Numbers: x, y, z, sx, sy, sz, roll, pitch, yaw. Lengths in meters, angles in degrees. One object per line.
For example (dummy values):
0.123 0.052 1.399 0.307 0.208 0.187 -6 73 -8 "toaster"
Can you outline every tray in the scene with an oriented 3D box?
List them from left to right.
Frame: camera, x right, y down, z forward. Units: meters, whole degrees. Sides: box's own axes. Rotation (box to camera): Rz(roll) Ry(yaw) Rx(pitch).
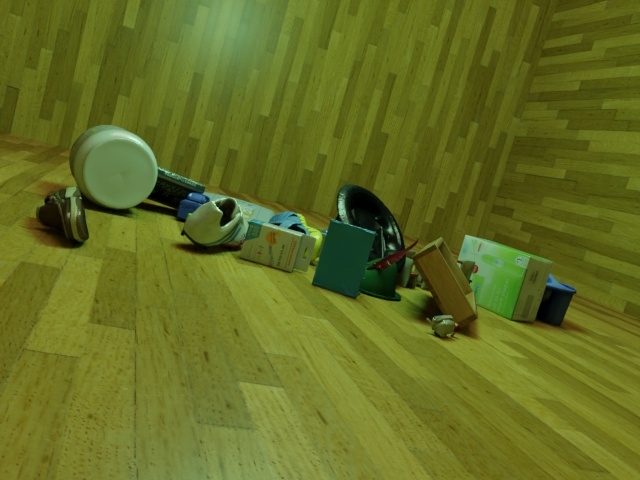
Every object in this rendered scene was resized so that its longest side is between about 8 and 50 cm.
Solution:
0.341 0.103 1.610 0.203 0.076 0.411 60 12 5 "tray"

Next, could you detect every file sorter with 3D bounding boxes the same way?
0.068 0.046 1.516 0.118 0.170 0.104 17 3 14 "file sorter"

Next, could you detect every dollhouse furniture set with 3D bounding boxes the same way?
0.360 0.093 1.934 0.259 0.135 0.262 22 9 42 "dollhouse furniture set"

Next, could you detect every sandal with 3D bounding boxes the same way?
-0.111 -0.031 1.885 0.138 0.126 0.317 18 3 -26 "sandal"

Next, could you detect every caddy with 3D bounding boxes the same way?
0.722 0.159 2.063 0.241 0.179 0.341 13 7 -16 "caddy"

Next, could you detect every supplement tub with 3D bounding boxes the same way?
-0.627 -0.223 1.798 0.235 0.235 0.325 12 8 -28 "supplement tub"

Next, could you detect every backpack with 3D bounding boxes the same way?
-0.401 -0.104 1.944 0.098 0.101 0.120 23 3 1 "backpack"

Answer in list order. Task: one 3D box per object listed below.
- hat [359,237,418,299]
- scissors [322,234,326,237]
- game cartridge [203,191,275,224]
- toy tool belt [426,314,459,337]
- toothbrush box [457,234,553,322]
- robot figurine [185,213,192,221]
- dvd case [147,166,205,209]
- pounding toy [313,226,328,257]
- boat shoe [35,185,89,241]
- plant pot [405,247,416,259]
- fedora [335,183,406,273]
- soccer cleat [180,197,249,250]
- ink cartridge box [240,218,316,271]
0.170 0.052 1.622 0.208 0.184 0.173 19 8 26 "hat"
0.060 -0.027 1.969 0.297 0.021 0.109 0 33 -48 "scissors"
-0.311 -0.097 2.113 0.297 0.062 0.198 15 25 -4 "game cartridge"
0.275 0.187 1.337 0.051 0.052 0.083 31 14 36 "toy tool belt"
0.578 0.120 1.930 0.122 0.206 0.283 11 9 -32 "toothbrush box"
-0.339 -0.048 1.755 0.115 0.067 0.101 11 10 -39 "robot figurine"
-0.514 -0.172 2.008 0.179 0.030 0.238 21 -23 -27 "dvd case"
-0.007 -0.003 2.048 0.206 0.094 0.181 15 7 -11 "pounding toy"
-0.553 -0.049 1.267 0.095 0.095 0.257 -12 18 -20 "boat shoe"
0.255 0.065 2.091 0.109 0.096 0.109 21 7 36 "plant pot"
0.117 -0.010 1.831 0.334 0.152 0.334 35 35 -29 "fedora"
-0.247 -0.054 1.611 0.116 0.143 0.331 45 15 6 "soccer cleat"
-0.111 0.018 1.583 0.181 0.104 0.061 16 7 1 "ink cartridge box"
